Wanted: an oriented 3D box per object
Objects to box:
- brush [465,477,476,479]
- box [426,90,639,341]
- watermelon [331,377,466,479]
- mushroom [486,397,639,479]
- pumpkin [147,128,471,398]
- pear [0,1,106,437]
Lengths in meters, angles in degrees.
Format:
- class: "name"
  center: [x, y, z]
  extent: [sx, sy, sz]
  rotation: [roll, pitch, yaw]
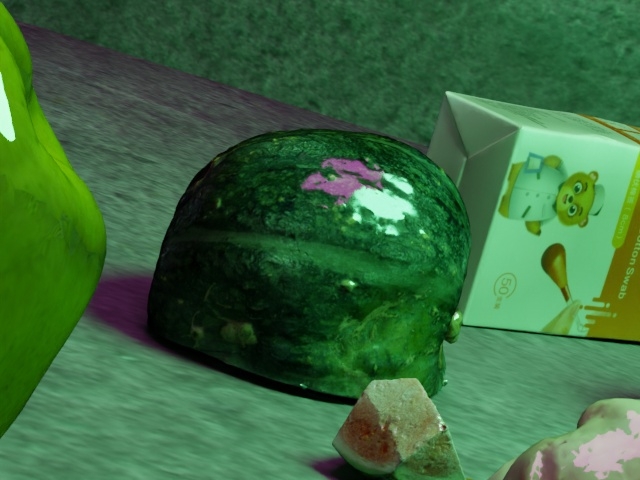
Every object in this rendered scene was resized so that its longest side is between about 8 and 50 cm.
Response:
- class: "brush"
  center: [0.107, 0.183, 1.071]
  extent: [0.043, 0.014, 0.170]
  rotation: [16, 9, -4]
- class: "box"
  center: [0.273, -0.018, 1.802]
  extent: [0.341, 0.225, 0.143]
  rotation: [7, 15, -35]
- class: "watermelon"
  center: [0.062, 0.134, 1.114]
  extent: [0.092, 0.072, 0.084]
  rotation: [10, 28, -49]
- class: "mushroom"
  center: [0.251, 0.188, 0.835]
  extent: [0.397, 0.224, 0.314]
  rotation: [-10, 54, -39]
- class: "pumpkin"
  center: [0.000, 0.000, 1.393]
  extent: [0.263, 0.197, 0.293]
  rotation: [14, 8, 6]
- class: "pear"
  center: [-0.255, 0.003, 0.780]
  extent: [0.294, 0.294, 0.294]
  rotation: [15, 10, -3]
